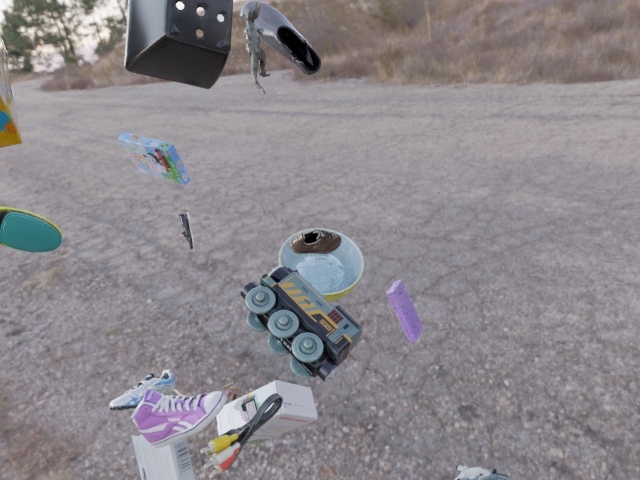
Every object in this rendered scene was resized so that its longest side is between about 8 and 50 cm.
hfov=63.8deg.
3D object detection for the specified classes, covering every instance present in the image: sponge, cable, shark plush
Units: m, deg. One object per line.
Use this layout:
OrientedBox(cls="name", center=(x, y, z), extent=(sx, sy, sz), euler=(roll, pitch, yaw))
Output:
OrientedBox(cls="sponge", center=(0.317, 0.261, 1.916), extent=(0.031, 0.210, 0.117), euler=(-21, 10, 30))
OrientedBox(cls="cable", center=(-0.209, 0.557, 1.454), extent=(0.287, 0.140, 0.072), euler=(-26, 33, -32))
OrientedBox(cls="shark plush", center=(0.469, 0.704, 1.521), extent=(0.161, 0.067, 0.073), euler=(-15, 6, 3))

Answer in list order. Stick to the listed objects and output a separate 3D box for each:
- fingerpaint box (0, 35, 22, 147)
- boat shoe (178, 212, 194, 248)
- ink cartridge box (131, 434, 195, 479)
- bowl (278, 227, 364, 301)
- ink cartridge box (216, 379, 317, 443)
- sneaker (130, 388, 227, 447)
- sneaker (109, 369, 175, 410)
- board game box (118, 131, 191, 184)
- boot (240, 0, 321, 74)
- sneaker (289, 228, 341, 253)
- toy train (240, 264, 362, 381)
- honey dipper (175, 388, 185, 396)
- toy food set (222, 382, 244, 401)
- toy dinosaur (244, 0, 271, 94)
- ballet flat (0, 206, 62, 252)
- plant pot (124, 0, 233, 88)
OrientedBox(cls="fingerpaint box", center=(-0.899, -0.498, 1.258), extent=(0.163, 0.371, 0.445), euler=(-17, 56, -20))
OrientedBox(cls="boat shoe", center=(-0.447, -0.030, 1.718), extent=(0.038, 0.125, 0.046), euler=(-11, 11, -16))
OrientedBox(cls="ink cartridge box", center=(-0.518, 0.815, 1.744), extent=(0.071, 0.325, 0.330), euler=(-12, -4, -41))
OrientedBox(cls="bowl", center=(-0.003, 0.113, 1.782), extent=(0.289, 0.156, 0.290), euler=(3, 49, -4))
OrientedBox(cls="ink cartridge box", center=(-0.181, 0.587, 1.742), extent=(0.278, 0.201, 0.117), euler=(-31, 54, 23))
OrientedBox(cls="sneaker", center=(-0.410, 0.471, 1.446), extent=(0.282, 0.161, 0.102), euler=(-30, 17, 12))
OrientedBox(cls="sneaker", center=(-0.557, 0.469, 1.607), extent=(0.085, 0.086, 0.237), euler=(-18, -4, 32))
OrientedBox(cls="board game box", center=(-0.549, -0.272, 1.709), extent=(0.211, 0.160, 0.039), euler=(17, 59, 24))
OrientedBox(cls="boot", center=(-0.125, -0.677, 1.679), extent=(0.338, 0.118, 0.223), euler=(35, 12, -7))
OrientedBox(cls="sneaker", center=(0.000, 0.000, 1.540), extent=(0.188, 0.066, 0.071), euler=(-11, -25, -38))
OrientedBox(cls="toy train", center=(-0.052, 0.203, 1.317), extent=(0.190, 0.142, 0.334), euler=(-35, 62, -28))
OrientedBox(cls="honey dipper", center=(-0.546, 0.572, 1.945), extent=(0.030, 0.031, 0.160), euler=(-23, 18, -32))
OrientedBox(cls="toy food set", center=(-0.330, 0.609, 2.020), extent=(0.077, 0.122, 0.019), euler=(-25, 16, 18))
OrientedBox(cls="toy dinosaur", center=(-0.180, -0.522, 1.444), extent=(0.063, 0.269, 0.118), euler=(-8, -3, -1))
OrientedBox(cls="ballet flat", center=(-0.588, -0.034, 0.923), extent=(0.077, 0.077, 0.230), euler=(31, 10, 39))
OrientedBox(cls="plant pot", center=(-0.264, -0.424, 1.014), extent=(0.188, 0.188, 0.167), euler=(3, 1, -35))
